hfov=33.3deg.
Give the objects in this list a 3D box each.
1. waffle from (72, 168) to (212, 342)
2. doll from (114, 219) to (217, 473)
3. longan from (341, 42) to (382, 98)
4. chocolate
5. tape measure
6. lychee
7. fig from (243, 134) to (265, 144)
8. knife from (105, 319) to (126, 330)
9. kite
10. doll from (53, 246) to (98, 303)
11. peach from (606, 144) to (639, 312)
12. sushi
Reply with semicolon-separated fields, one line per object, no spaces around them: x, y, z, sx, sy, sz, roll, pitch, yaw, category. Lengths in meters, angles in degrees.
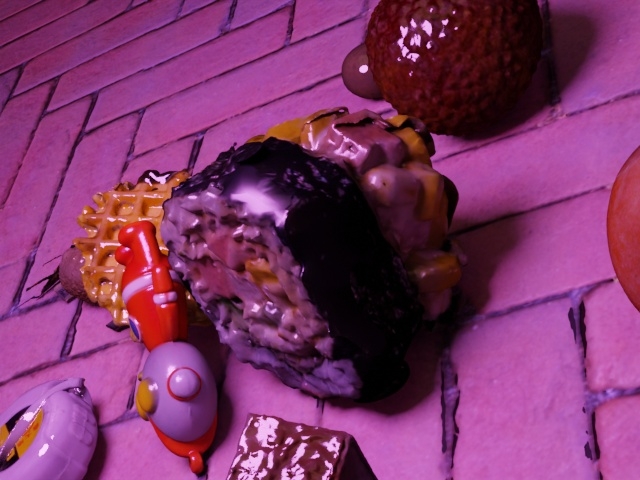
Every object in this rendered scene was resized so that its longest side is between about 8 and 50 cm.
-0.216;0.003;1.619;0.312;0.060;0.307;-24;58;-9;waffle
-0.209;0.146;1.420;0.105;0.200;0.336;-13;74;-20;doll
0.087;-0.280;1.749;0.113;0.092;0.113;-26;12;6;longan
0.019;0.285;0.997;0.112;0.321;0.112;-1;49;23;chocolate
-0.401;0.299;1.486;0.236;0.120;0.197;-46;30;-3;tape measure
0.194;-0.276;1.533;0.261;0.260;0.260;-23;38;19;lychee
-0.057;-0.141;1.717;0.166;0.093;0.093;-21;38;20;fig
-0.248;0.093;1.678;0.230;0.028;0.060;-26;25;20;knife
-0.448;0.052;1.844;0.160;0.010;0.183;-37;-7;-47;kite
-0.365;0.051;1.757;0.221;0.115;0.105;-1;59;48;doll
0.413;-0.008;1.047;0.252;0.252;0.252;-23;38;19;peach
0.000;0.000;1.340;0.285;0.328;0.329;-43;19;-32;sushi
